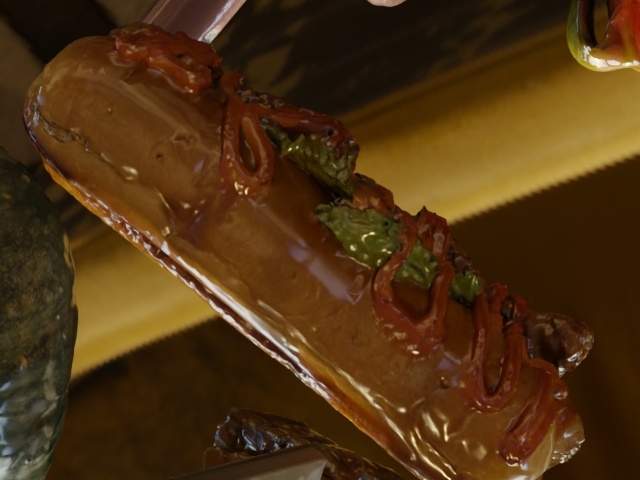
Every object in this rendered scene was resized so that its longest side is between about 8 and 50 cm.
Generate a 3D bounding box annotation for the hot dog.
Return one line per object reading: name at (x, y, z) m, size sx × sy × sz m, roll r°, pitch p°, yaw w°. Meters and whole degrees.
hot dog at (0.000, 0.000, 1.022) m, size 0.349 × 0.158 × 0.117 m, roll 39°, pitch 100°, yaw 12°

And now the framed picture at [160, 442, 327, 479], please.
framed picture at (-0.106, 0.206, 0.940) m, size 0.018 × 0.265 × 0.192 m, roll 27°, pitch 110°, yaw 32°

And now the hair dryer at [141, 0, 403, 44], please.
hair dryer at (-0.061, -0.212, 1.617) m, size 0.210 × 0.125 × 0.352 m, roll 39°, pitch 90°, yaw 14°

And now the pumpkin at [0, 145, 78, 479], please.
pumpkin at (-0.317, 0.060, 1.205) m, size 0.327 × 0.257 × 0.292 m, roll 9°, pitch 102°, yaw -3°

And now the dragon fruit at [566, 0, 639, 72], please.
dragon fruit at (0.251, -0.180, 1.037) m, size 0.224 × 0.224 × 0.227 m, roll 2°, pitch 80°, yaw 18°

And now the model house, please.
model house at (-0.036, 0.240, 1.539) m, size 0.219 × 0.199 × 0.229 m, roll -36°, pitch 63°, yaw 30°
